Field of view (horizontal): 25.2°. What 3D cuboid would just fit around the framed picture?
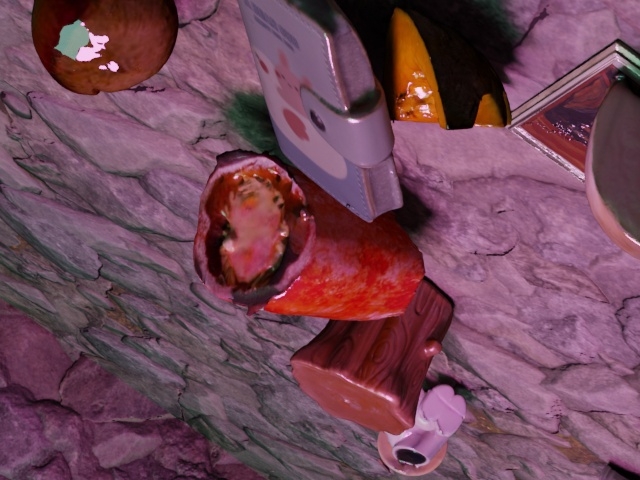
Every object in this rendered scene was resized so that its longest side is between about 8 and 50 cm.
[{"bbox_3d":[0.353,-0.118,1.665,0.216,0.016,0.273,34,156,-9],"label":"framed picture"}]

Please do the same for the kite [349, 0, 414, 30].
[{"bbox_3d":[0.001,-0.322,1.671,0.335,0.011,0.314,36,157,-11],"label":"kite"}]

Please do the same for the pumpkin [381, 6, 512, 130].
[{"bbox_3d":[0.150,-0.201,1.657,0.130,0.149,0.254,-8,-172,-13],"label":"pumpkin"}]

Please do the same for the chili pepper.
[{"bbox_3d":[0.000,0.000,2.035,0.305,0.229,0.251,7,176,-39],"label":"chili pepper"}]

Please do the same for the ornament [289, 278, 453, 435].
[{"bbox_3d":[0.086,0.164,2.290,0.221,0.218,0.235,35,157,-11],"label":"ornament"}]

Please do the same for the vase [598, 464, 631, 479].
[{"bbox_3d":[0.614,0.508,2.480,0.298,0.143,0.143,19,155,18],"label":"vase"}]

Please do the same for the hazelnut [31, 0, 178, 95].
[{"bbox_3d":[-0.288,-0.299,1.869,0.208,0.208,0.208,25,156,12],"label":"hazelnut"}]

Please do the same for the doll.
[{"bbox_3d":[0.187,0.349,2.644,0.208,0.144,0.271,51,155,-21],"label":"doll"}]

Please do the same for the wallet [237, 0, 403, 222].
[{"bbox_3d":[-0.005,-0.191,1.725,0.252,0.083,0.360,42,161,36],"label":"wallet"}]

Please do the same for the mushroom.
[{"bbox_3d":[0.375,-0.031,1.578,0.236,0.173,0.162,28,159,4],"label":"mushroom"}]
